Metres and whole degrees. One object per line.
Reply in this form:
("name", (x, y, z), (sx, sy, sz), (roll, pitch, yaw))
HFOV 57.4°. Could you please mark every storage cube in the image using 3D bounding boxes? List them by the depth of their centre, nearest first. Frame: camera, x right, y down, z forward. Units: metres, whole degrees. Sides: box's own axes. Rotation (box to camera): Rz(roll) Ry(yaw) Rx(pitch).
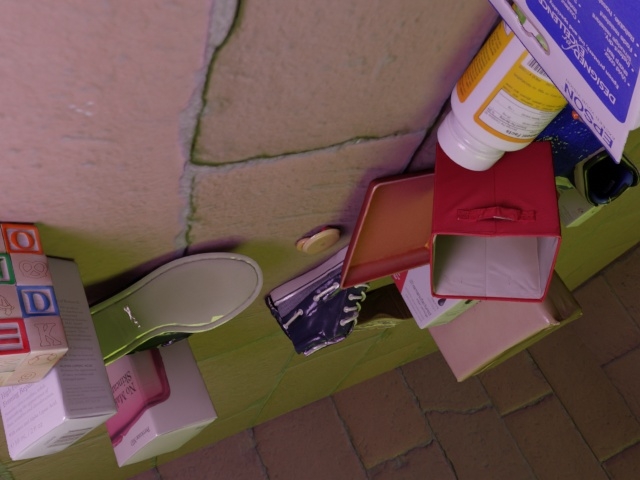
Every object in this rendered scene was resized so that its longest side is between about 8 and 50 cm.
("storage cube", (0.274, -0.030, 0.951), (0.184, 0.193, 0.215), (1, 146, 12))

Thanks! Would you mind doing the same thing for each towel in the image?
("towel", (0.415, -0.210, 0.916), (0.228, 0.076, 0.308), (16, 146, -25))

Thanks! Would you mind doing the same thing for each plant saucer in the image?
("plant saucer", (0.161, -0.037, 1.110), (0.259, 0.047, 0.258), (-13, 139, -29))

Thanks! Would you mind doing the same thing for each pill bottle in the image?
("pill bottle", (0.266, -0.210, 0.798), (0.136, 0.136, 0.245), (-12, 153, -32))

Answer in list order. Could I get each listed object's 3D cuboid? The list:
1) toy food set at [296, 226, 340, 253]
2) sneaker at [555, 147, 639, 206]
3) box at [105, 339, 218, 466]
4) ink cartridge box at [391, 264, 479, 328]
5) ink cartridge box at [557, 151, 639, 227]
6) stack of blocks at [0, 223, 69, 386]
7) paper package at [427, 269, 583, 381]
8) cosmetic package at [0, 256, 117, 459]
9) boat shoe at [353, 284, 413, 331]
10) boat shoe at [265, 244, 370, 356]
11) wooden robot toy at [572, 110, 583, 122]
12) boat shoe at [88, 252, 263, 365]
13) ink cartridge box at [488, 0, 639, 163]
("toy food set", (0.000, 0.000, 1.110), (0.083, 0.020, 0.083), (-37, 156, 22))
("sneaker", (0.536, -0.139, 1.188), (0.127, 0.182, 0.315), (-30, 157, 10))
("box", (-0.308, 0.253, 1.039), (0.127, 0.232, 0.148), (-1, 145, -48))
("ink cartridge box", (0.294, 0.041, 1.287), (0.114, 0.197, 0.273), (-3, 147, -43))
("ink cartridge box", (0.650, -0.135, 1.407), (0.067, 0.115, 0.198), (-4, 147, -42))
("stack of blocks", (-0.433, 0.067, 0.587), (0.297, 0.171, 0.087), (4, 142, -49))
("paper package", (0.388, 0.122, 1.398), (0.168, 0.324, 0.309), (-4, 148, -43))
("cosmetic package", (-0.358, 0.146, 0.759), (0.117, 0.231, 0.085), (-36, 156, 19))
("boat shoe", (0.153, 0.191, 1.598), (0.285, 0.104, 0.089), (-4, 154, -24))
("boat shoe", (0.060, 0.116, 1.244), (0.341, 0.158, 0.127), (-31, 157, 10))
("wooden robot toy", (0.358, -0.185, 0.746), (0.079, 0.076, 0.173), (-20, -158, 22))
("boat shoe", (-0.261, 0.111, 0.956), (0.340, 0.127, 0.113), (-28, -172, -16))
("ink cartridge box", (0.166, -0.239, 0.415), (0.072, 0.303, 0.307), (-32, 158, 13))
